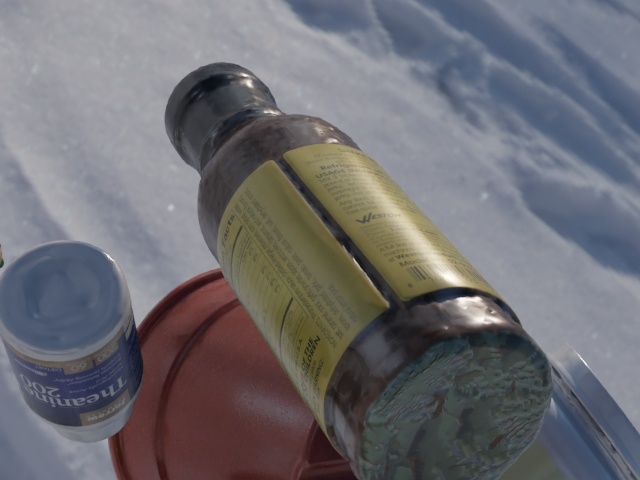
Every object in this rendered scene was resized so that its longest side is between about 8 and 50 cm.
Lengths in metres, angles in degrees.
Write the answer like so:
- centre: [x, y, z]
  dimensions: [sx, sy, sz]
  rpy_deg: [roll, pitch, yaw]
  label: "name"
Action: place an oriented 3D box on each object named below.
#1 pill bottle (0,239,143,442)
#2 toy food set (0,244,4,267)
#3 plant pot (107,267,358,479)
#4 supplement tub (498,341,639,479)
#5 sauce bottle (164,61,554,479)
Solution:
- centre: [-0.127, 0.058, 0.747]
  dimensions: [0.067, 0.120, 0.067]
  rpy_deg: [0, 57, 0]
  label: "pill bottle"
- centre: [-0.466, 0.018, 1.937]
  dimensions: [0.083, 0.020, 0.083]
  rpy_deg: [32, 48, 1]
  label: "toy food set"
- centre: [-0.004, 0.170, 1.253]
  dimensions: [0.272, 0.273, 0.265]
  rpy_deg: [5, 3, -35]
  label: "plant pot"
- centre: [0.210, 0.290, 1.660]
  dimensions: [0.235, 0.324, 0.235]
  rpy_deg: [54, 2, -3]
  label: "supplement tub"
- centre: [0.000, 0.000, 0.786]
  dimensions: [0.111, 0.111, 0.344]
  rpy_deg: [11, 25, -30]
  label: "sauce bottle"
